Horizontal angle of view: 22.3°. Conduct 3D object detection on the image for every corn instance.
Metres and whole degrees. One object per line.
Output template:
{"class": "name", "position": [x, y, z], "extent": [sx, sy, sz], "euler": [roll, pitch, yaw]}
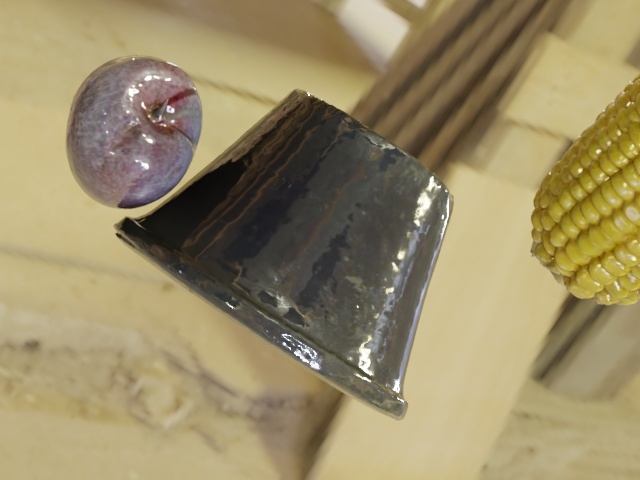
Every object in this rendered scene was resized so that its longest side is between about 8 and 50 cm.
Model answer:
{"class": "corn", "position": [0.296, -0.087, 1.221], "extent": [0.144, 0.387, 0.144], "euler": [22, 43, -22]}

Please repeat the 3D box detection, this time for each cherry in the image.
{"class": "cherry", "position": [-0.203, -0.115, 1.723], "extent": [0.140, 0.176, 0.176], "euler": [22, 21, -24]}

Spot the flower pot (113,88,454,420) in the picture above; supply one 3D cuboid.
{"class": "flower pot", "position": [0.000, 0.000, 1.753], "extent": [0.379, 0.251, 0.379], "euler": [35, -2, 2]}
